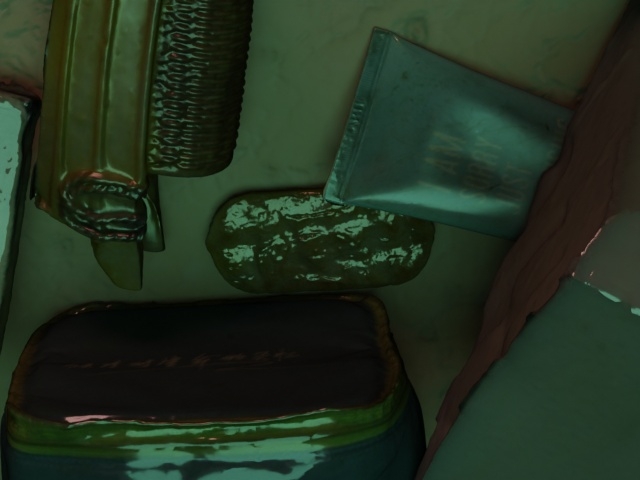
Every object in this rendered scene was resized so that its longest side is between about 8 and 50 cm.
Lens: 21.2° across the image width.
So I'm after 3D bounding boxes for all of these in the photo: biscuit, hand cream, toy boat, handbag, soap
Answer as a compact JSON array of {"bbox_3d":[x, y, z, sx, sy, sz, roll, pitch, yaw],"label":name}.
[{"bbox_3d":[0.000,0.000,1.090,0.147,0.018,0.071,-2,115,-1],"label":"biscuit"},{"bbox_3d":[0.165,-0.035,1.056,0.312,0.070,0.111,16,93,-8],"label":"hand cream"},{"bbox_3d":[-0.096,-0.121,0.993,0.115,0.089,0.310,12,113,2],"label":"toy boat"},{"bbox_3d":[-0.063,0.179,1.059,0.263,0.222,0.241,-4,109,1],"label":"handbag"},{"bbox_3d":[0.189,0.028,1.015,0.159,0.302,0.258,26,135,0],"label":"soap"}]

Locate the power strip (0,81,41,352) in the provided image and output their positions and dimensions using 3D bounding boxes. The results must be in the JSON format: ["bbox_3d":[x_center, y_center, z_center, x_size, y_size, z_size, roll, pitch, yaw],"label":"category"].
[{"bbox_3d":[-0.280,-0.011,1.049,0.198,0.064,0.213,13,99,-6],"label":"power strip"}]
